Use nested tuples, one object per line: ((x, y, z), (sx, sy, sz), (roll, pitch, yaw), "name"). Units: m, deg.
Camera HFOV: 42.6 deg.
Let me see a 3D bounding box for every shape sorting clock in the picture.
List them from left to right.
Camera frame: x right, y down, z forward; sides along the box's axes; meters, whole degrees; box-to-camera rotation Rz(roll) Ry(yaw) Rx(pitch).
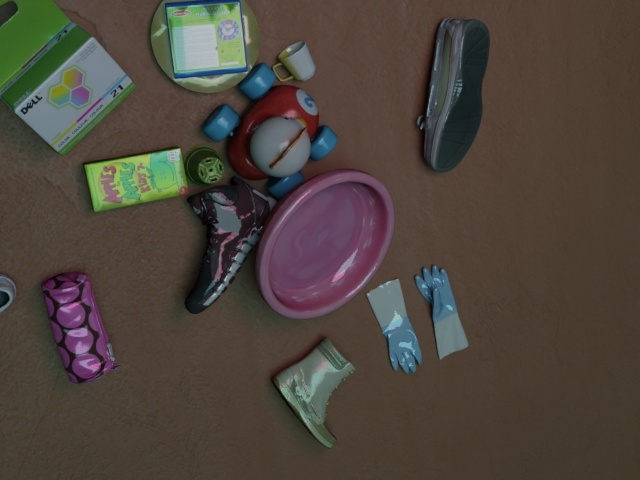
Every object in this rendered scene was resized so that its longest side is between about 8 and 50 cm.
((-0.217, -0.384, 1.558), (0.206, 0.040, 0.206), (-3, 102, -15), "shape sorting clock")

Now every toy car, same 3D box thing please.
((-0.069, -0.196, 1.546), (0.219, 0.238, 0.210), (43, 85, -23), "toy car")

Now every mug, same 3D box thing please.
((-0.047, -0.350, 1.627), (0.064, 0.078, 0.062), (56, 47, -29), "mug")

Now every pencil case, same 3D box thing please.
((-0.456, 0.162, 1.561), (0.098, 0.095, 0.209), (-8, 109, 18), "pencil case")

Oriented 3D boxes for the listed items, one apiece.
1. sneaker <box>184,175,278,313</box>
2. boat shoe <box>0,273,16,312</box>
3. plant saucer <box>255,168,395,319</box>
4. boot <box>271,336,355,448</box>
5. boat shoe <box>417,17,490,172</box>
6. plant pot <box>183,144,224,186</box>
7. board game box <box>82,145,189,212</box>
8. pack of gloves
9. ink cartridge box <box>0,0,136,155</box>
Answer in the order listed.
((-0.219, -0.006, 1.615), (0.162, 0.106, 0.281), (39, 76, -17), "sneaker")
((-0.680, 0.126, 1.473), (0.258, 0.084, 0.095), (-24, 109, -14), "boat shoe")
((0.000, 0.000, 1.643), (0.332, 0.084, 0.332), (-23, 133, -28), "plant saucer")
((0.014, 0.330, 1.775), (0.165, 0.077, 0.213), (-38, 108, -11), "boot")
((0.272, -0.305, 1.733), (0.118, 0.103, 0.320), (-6, 110, -38), "boat shoe")
((-0.220, -0.140, 1.588), (0.083, 0.079, 0.083), (-4, 102, -19), "plant pot")
((-0.351, -0.118, 1.565), (0.181, 0.043, 0.092), (-13, 105, -17), "board game box")
((0.229, 0.182, 1.838), (0.195, 0.046, 0.232), (-25, 108, -15), "pack of gloves")
((-0.472, -0.298, 1.399), (0.189, 0.097, 0.255), (-46, 141, -6), "ink cartridge box")
